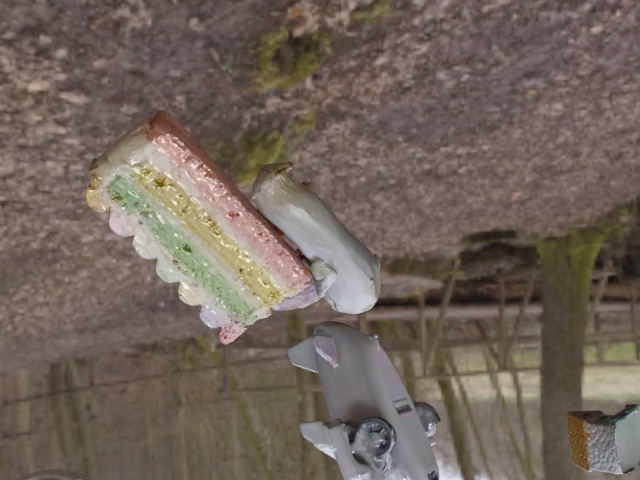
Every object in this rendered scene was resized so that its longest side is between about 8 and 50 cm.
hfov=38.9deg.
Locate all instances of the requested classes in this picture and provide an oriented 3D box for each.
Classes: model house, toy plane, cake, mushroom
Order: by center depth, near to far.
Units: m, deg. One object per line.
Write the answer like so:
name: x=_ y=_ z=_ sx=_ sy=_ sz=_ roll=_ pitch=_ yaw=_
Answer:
cake: x=-0.119 y=-0.012 z=0.844 sx=0.109 sy=0.225 sz=0.090 roll=-41 pitch=179 yaw=4
toy plane: x=0.055 y=0.208 z=1.066 sx=0.118 sy=0.252 sz=0.252 roll=-34 pitch=157 yaw=22
mushroom: x=0.001 y=0.002 z=1.216 sx=0.278 sy=0.099 sz=0.096 roll=52 pitch=179 yaw=-38
model house: x=0.423 y=0.284 z=1.335 sx=0.101 sy=0.087 sz=0.100 roll=-15 pitch=-174 yaw=-37

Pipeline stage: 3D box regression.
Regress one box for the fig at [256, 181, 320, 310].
fig: x=-0.044 y=0.013 z=1.434 sx=0.175 sy=0.175 sz=0.207 roll=-2 pitch=-165 yaw=10

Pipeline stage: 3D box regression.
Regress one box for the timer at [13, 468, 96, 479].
timer: x=-0.252 y=0.349 z=0.832 sx=0.262 sy=0.237 sz=0.087 roll=37 pitch=152 yaw=20
